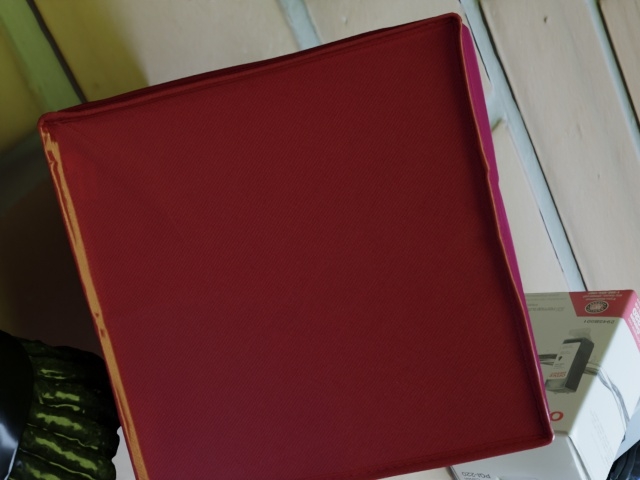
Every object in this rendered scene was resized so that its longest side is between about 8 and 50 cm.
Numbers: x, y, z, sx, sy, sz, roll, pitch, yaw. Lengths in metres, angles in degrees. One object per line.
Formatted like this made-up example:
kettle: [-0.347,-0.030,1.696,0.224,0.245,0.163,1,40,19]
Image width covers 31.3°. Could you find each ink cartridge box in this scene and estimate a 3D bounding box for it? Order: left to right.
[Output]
ink cartridge box: [0.234,0.152,1.173,0.218,0.158,0.092,-55,127,-39]

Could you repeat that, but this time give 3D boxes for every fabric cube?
fabric cube: [0.000,0.000,0.764,0.258,0.254,0.259,-48,126,-77]

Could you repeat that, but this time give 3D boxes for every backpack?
backpack: [0.358,0.284,1.356,0.120,0.098,0.101,-38,119,-47]

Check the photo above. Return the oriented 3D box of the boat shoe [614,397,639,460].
boat shoe: [0.292,0.222,1.302,0.228,0.076,0.080,-30,130,-31]

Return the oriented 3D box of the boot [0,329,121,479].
boot: [-0.206,0.039,0.635,0.260,0.131,0.348,23,92,-41]
